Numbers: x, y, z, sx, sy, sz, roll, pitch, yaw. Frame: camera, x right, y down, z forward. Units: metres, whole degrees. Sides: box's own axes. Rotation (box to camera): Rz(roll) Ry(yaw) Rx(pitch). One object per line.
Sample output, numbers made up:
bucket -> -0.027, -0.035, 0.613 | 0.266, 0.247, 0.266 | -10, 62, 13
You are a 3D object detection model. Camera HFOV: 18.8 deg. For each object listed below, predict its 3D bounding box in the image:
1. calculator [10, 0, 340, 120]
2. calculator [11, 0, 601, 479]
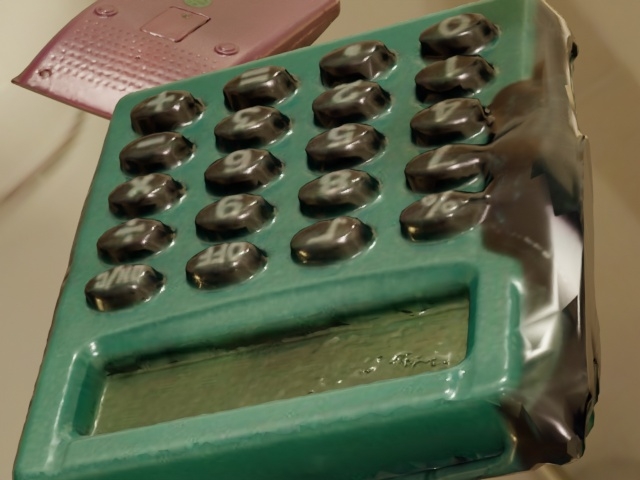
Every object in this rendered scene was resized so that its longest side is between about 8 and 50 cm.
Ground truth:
calculator -> -0.081, -0.121, 1.143 | 0.126, 0.034, 0.190 | 18, 40, 22
calculator -> 0.000, 0.000, 0.836 | 0.248, 0.058, 0.274 | -12, 43, 20
